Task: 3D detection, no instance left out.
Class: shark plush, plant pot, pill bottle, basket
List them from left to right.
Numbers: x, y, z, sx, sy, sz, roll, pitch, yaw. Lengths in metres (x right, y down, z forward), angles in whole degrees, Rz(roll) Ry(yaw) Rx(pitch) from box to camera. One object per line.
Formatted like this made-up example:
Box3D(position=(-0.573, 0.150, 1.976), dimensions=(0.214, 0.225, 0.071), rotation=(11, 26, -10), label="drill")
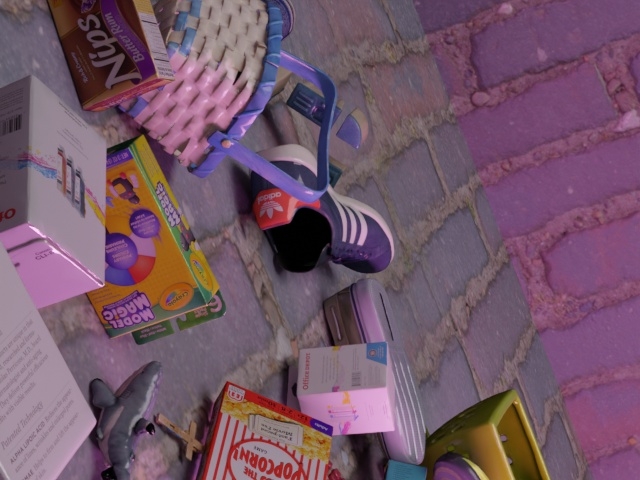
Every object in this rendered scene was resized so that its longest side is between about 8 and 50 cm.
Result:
Box3D(position=(-0.199, 0.193, 1.442), dimensions=(0.073, 0.067, 0.161), rotation=(59, 22, -29), label="shark plush")
Box3D(position=(-0.105, -0.197, 1.826), dimensions=(0.289, 0.201, 0.254), rotation=(27, 37, -18), label="basket")
Box3D(position=(-0.102, -0.332, 2.176), dimensions=(0.094, 0.094, 0.169), rotation=(65, 19, -14), label="pill bottle")
Box3D(position=(0.235, 0.387, 2.223), dimensions=(0.228, 0.207, 0.227), rotation=(70, 20, -1), label="plant pot")

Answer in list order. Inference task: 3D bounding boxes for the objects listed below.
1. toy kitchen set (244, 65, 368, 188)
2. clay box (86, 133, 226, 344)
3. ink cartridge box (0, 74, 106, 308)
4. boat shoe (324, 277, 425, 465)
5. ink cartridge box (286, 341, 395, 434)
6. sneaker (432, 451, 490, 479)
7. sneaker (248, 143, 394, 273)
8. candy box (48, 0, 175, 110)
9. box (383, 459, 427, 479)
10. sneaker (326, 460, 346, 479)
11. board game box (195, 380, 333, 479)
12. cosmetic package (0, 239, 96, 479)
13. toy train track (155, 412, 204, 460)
Box3D(position=(-0.050, -0.164, 2.211), dimensions=(0.207, 0.166, 0.122), rotation=(32, 21, 3), label="toy kitchen set")
Box3D(position=(-0.203, 0.011, 1.519), dimensions=(0.222, 0.127, 0.053), rotation=(65, 21, -14), label="clay box")
Box3D(position=(-0.288, -0.037, 1.331), dimensions=(0.127, 0.128, 0.176), rotation=(47, 30, -49), label="ink cartridge box")
Box3D(position=(0.084, 0.208, 2.152), dimensions=(0.109, 0.094, 0.302), rotation=(25, 47, -56), label="boat shoe")
Box3D(position=(0.027, 0.208, 1.954), dimensions=(0.092, 0.143, 0.090), rotation=(-86, 167, -50), label="ink cartridge box")
Box3D(position=(0.188, 0.458, 2.058), dimensions=(0.121, 0.111, 0.300), rotation=(-12, 105, -44), label="sneaker")
Box3D(position=(0.000, 0.000, 2.110), dimensions=(0.350, 0.131, 0.148), rotation=(38, 43, -48), label="sneaker")
Box3D(position=(-0.255, -0.258, 1.669), dimensions=(0.053, 0.109, 0.186), rotation=(-5, 77, -70), label="candy box")
Box3D(position=(0.103, 0.425, 1.983), dimensions=(0.244, 0.060, 0.100), rotation=(-72, 174, -61), label="box")
Box3D(position=(-0.001, 0.369, 1.769), dimensions=(0.299, 0.112, 0.121), rotation=(49, 20, -18), label="sneaker")
Box3D(position=(-0.067, 0.267, 1.648), dimensions=(0.147, 0.045, 0.193), rotation=(24, 33, -10), label="board game box")
Box3D(position=(-0.301, 0.122, 1.107), dimensions=(0.183, 0.151, 0.151), rotation=(64, 20, -15), label="cosmetic package")
Box3D(position=(-0.163, 0.221, 1.600), dimensions=(0.083, 0.014, 0.048), rotation=(45, 38, -40), label="toy train track")
